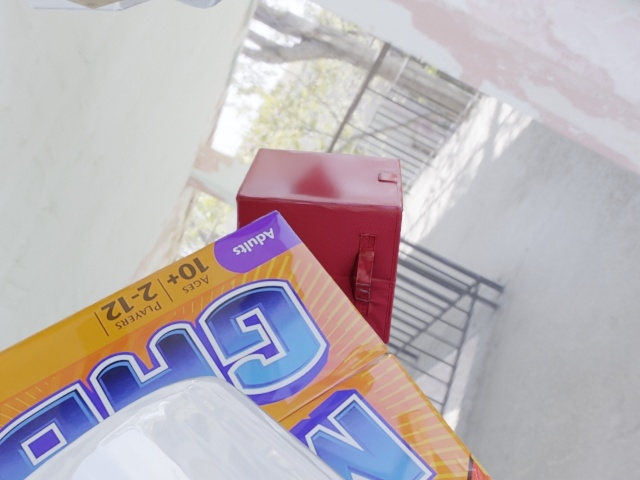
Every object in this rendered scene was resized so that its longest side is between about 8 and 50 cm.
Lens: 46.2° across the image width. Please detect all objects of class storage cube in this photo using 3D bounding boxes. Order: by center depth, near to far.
[{"bbox_3d":[0.000,0.000,0.950,0.215,0.193,0.184,-78,-8,-65],"label":"storage cube"}]

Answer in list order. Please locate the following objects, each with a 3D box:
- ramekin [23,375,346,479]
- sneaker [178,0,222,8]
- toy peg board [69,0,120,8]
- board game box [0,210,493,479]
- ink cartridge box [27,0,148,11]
[{"bbox_3d":[-0.095,0.197,0.364,0.277,0.135,0.277,-44,-14,-14],"label":"ramekin"},{"bbox_3d":[-0.140,-0.324,0.748,0.147,0.295,0.105,-33,-37,-31],"label":"sneaker"},{"bbox_3d":[-0.364,-0.433,1.161,0.161,0.160,0.079,3,-94,-56],"label":"toy peg board"},{"bbox_3d":[-0.095,0.268,0.706,0.356,0.356,0.357,-28,-28,-20],"label":"board game box"},{"bbox_3d":[-0.458,-0.601,1.413,0.129,0.223,0.308,-50,-38,-55],"label":"ink cartridge box"}]
